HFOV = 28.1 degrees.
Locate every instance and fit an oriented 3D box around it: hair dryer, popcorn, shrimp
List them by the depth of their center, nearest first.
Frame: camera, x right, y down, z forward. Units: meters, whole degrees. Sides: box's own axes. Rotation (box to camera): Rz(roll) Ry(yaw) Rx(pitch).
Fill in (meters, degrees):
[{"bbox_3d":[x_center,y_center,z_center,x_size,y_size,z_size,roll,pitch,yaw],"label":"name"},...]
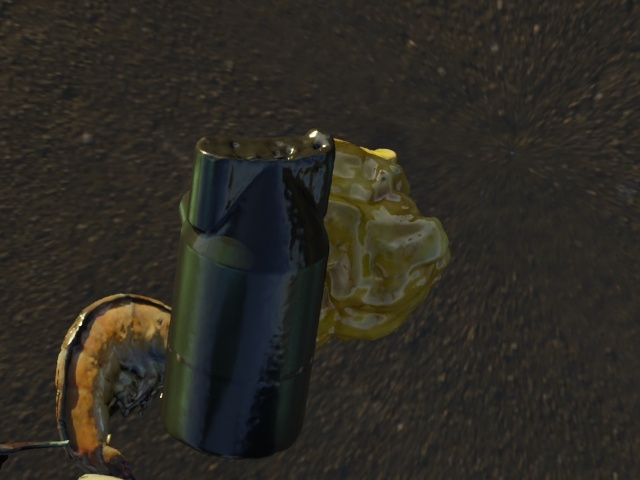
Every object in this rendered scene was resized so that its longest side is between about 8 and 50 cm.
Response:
[{"bbox_3d":[-0.076,-0.008,1.039,0.116,0.302,0.244,2,116,-17],"label":"hair dryer"},{"bbox_3d":[-0.003,-0.002,1.232,0.253,0.190,0.191,-21,54,18],"label":"popcorn"},{"bbox_3d":[-0.163,0.193,1.407,0.290,0.054,0.222,31,59,-23],"label":"shrimp"}]

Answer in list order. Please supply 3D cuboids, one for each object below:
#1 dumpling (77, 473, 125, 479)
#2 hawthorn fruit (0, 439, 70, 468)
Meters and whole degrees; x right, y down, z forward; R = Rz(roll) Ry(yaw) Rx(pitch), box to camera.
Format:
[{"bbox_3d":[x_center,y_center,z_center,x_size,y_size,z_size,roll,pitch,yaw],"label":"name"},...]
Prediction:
[{"bbox_3d":[-0.151,0.222,0.819,0.136,0.199,0.118,-41,87,-19],"label":"dumpling"},{"bbox_3d":[-0.247,0.122,0.648,0.235,0.181,0.181,1,94,-13],"label":"hawthorn fruit"}]
